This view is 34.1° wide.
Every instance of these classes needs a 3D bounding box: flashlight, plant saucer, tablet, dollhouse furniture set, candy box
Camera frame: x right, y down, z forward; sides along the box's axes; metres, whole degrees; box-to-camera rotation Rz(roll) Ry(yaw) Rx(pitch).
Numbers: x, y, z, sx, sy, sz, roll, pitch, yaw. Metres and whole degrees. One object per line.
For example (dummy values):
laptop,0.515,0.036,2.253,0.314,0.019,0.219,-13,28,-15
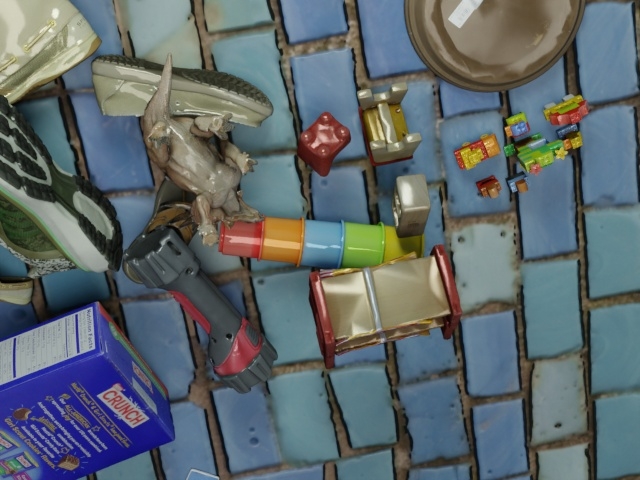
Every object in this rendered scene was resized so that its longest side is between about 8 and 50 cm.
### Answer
flashlight,-0.188,0.110,1.625,0.103,0.103,0.304,-48,121,-14
plant saucer,0.262,-0.350,1.544,0.278,0.041,0.277,-2,113,-5
tablet,-0.217,0.439,1.828,0.054,0.006,0.083,21,109,-15
dollhouse furniture set,0.065,-0.023,1.545,0.201,0.152,0.374,-11,72,-4
candy box,-0.424,0.261,1.623,0.317,0.122,0.268,-21,136,4

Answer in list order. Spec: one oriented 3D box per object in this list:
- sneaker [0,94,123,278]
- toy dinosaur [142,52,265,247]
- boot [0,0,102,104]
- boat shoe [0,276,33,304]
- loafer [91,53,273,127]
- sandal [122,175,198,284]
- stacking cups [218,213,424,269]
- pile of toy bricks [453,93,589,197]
sneaker,-0.454,-0.056,1.469,0.182,0.158,0.410,-25,136,13
toy dinosaur,-0.186,-0.110,1.471,0.127,0.200,0.295,-36,110,-16
boot,-0.467,-0.290,1.451,0.262,0.095,0.203,-29,113,4
boat shoe,-0.508,0.066,1.608,0.135,0.050,0.045,12,98,-40
loafer,-0.203,-0.202,1.522,0.269,0.102,0.092,13,112,-2
sandal,-0.236,-0.017,1.609,0.090,0.060,0.219,33,105,-18
stacking cups,0.000,0.000,1.638,0.316,0.096,0.096,8,111,-5
pile of toy bricks,0.324,-0.132,1.603,0.212,0.105,0.118,-24,113,4
